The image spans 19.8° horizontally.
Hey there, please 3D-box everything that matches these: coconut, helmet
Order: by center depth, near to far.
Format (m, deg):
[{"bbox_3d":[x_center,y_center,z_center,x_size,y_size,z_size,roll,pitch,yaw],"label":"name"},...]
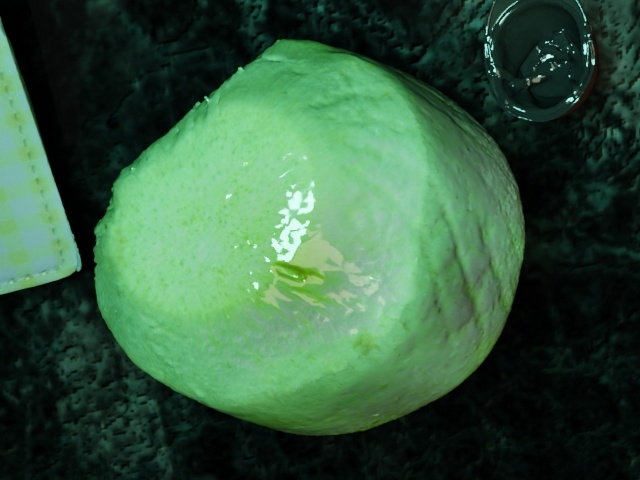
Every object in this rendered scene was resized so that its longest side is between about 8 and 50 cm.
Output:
[{"bbox_3d":[0.000,0.000,1.000,0.205,0.236,0.236,8,119,27],"label":"coconut"},{"bbox_3d":[0.130,-0.108,1.047,0.065,0.049,0.084,-2,89,26],"label":"helmet"}]

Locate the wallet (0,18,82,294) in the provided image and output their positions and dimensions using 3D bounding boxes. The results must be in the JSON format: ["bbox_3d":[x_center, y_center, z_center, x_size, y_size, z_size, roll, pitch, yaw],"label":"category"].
[{"bbox_3d":[-0.298,-0.022,0.958,0.309,0.077,0.223,-19,139,-9],"label":"wallet"}]
